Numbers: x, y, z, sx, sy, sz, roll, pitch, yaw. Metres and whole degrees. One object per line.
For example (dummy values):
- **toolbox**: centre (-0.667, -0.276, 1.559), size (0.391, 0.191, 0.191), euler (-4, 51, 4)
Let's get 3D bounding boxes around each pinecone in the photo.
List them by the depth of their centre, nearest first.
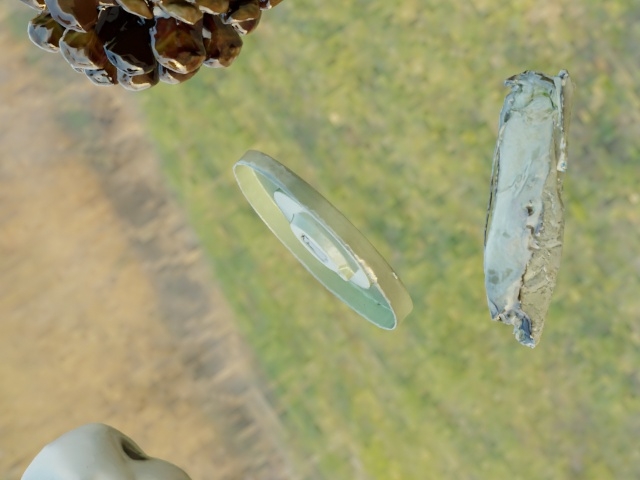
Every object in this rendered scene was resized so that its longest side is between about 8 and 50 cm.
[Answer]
- **pinecone**: centre (-0.154, -0.241, 1.656), size (0.264, 0.264, 0.264), euler (53, 170, 14)

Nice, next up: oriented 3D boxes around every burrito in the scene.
- **burrito**: centre (0.170, -0.027, 1.615), size (0.058, 0.063, 0.230), euler (-133, 47, -79)

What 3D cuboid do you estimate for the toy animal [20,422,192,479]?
- **toy animal**: centre (-0.064, 0.269, 1.337), size (0.357, 0.194, 0.258), euler (52, -165, -1)

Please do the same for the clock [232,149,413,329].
- **clock**: centre (0.000, 0.000, 1.996), size (0.235, 0.029, 0.235), euler (42, 170, 9)
